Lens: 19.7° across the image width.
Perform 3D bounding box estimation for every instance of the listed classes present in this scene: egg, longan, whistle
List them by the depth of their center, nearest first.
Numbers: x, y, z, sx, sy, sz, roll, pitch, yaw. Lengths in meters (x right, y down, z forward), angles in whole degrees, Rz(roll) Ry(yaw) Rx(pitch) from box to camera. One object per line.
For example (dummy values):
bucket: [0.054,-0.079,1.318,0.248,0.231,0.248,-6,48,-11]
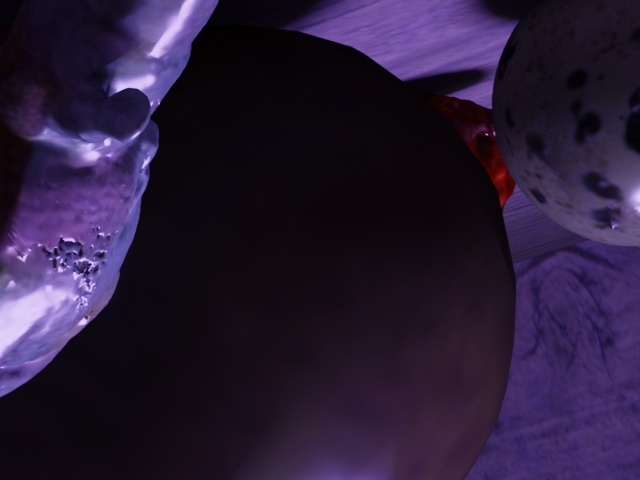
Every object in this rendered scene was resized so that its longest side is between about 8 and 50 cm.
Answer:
whistle: [-0.107,-0.052,0.695,0.346,0.133,0.142,-50,-171,37]
longan: [-0.094,0.058,0.969,0.404,0.336,0.404,-13,161,-5]
egg: [0.194,-0.086,1.157,0.177,0.177,0.228,-16,-174,1]

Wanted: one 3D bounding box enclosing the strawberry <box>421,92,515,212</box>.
strawberry: [0.040,-0.016,1.382,0.244,0.205,0.205,-31,173,0]
